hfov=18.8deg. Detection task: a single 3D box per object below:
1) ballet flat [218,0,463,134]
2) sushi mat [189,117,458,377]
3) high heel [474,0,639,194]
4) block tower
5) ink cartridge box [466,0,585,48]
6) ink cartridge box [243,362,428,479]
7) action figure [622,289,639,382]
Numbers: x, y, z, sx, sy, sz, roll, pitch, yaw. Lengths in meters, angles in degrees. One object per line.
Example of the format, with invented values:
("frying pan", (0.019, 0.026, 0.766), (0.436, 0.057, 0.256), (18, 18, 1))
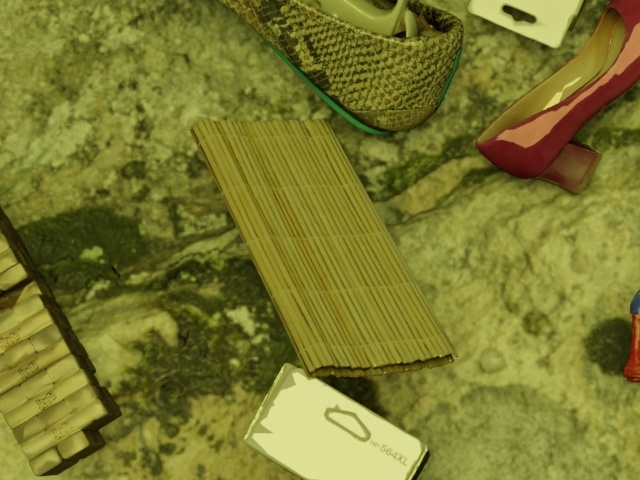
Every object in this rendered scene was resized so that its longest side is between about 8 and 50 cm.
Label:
("ballet flat", (-0.067, -0.293, 1.840), (0.483, 0.164, 0.182), (34, 127, 3))
("sushi mat", (0.000, 0.000, 1.786), (0.151, 0.019, 0.316), (-4, 48, -30))
("high heel", (0.242, -0.170, 1.841), (0.117, 0.082, 0.244), (22, 101, -22))
("block tower", (-0.311, 0.062, 1.866), (0.091, 0.097, 0.335), (-31, 83, -1))
("ink cartridge box", (0.222, -0.279, 1.888), (0.104, 0.060, 0.180), (24, 84, 7))
("ink cartridge box", (0.018, 0.190, 1.766), (0.148, 0.203, 0.086), (30, 85, 8))
("action figure", (0.365, -0.003, 1.825), (0.139, 0.091, 0.280), (3, 83, 11))
